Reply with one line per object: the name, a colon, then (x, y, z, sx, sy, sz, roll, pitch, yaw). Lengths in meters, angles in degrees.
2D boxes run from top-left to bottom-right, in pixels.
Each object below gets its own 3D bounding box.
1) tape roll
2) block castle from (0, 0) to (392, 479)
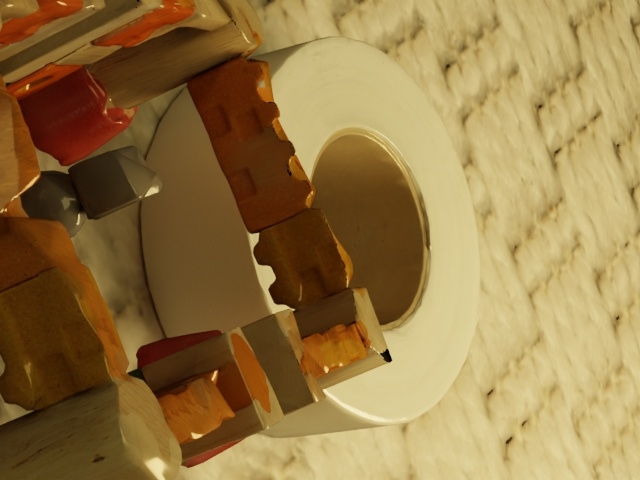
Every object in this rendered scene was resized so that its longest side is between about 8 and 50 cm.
tape roll: (0.000, 0.000, 1.392, 0.286, 0.100, 0.286, 20, 64, -49)
block castle: (-0.154, 0.004, 1.038, 0.303, 0.213, 0.453, 67, 18, 2)
